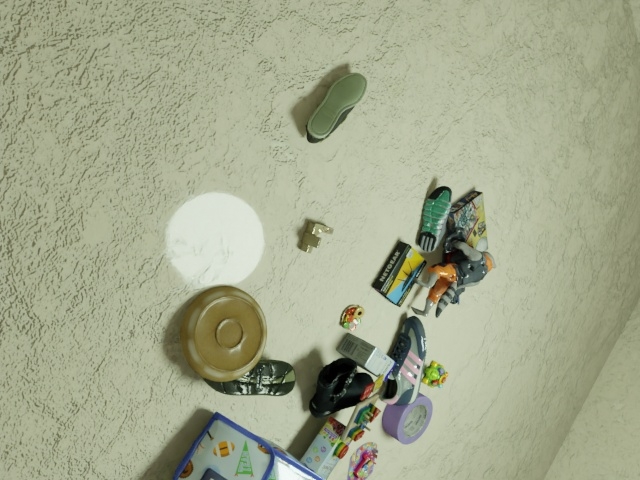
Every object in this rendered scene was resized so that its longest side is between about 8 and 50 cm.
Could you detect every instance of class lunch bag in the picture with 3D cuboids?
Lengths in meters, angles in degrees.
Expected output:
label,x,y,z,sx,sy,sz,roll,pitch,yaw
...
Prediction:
label,x,y,z,sx,sy,sz,roll,pitch,yaw
lunch bag,-0.209,0.679,1.460,0.385,0.239,0.328,41,68,-21

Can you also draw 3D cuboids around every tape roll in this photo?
label,x,y,z,sx,sy,sz,roll,pitch,yaw
tape roll,0.317,0.636,2.029,0.189,0.080,0.189,-16,116,-37

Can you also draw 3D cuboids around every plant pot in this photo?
label,x,y,z,sx,sy,sz,roll,pitch,yaw
plant pot,-0.229,0.231,1.380,0.236,0.032,0.236,5,81,-35

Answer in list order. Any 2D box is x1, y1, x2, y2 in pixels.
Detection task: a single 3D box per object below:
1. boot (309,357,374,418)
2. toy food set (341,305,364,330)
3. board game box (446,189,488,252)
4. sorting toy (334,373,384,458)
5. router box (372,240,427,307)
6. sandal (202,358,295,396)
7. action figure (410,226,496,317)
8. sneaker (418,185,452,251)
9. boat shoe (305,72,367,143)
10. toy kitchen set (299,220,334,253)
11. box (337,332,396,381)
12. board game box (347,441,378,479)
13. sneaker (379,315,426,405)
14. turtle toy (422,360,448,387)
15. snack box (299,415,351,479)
label,x,y,z,sx,sy,sz,roll,pitch,yaw
boot,0.084,0.428,1.691,0.246,0.094,0.207,-18,144,-30
toy food set,0.099,0.242,1.736,0.083,0.020,0.082,11,98,-43
board game box,0.524,-0.035,1.989,0.165,0.042,0.243,-33,125,-28
sorting toy,0.137,0.542,1.703,0.132,0.046,0.274,-1,117,-58
router box,0.258,0.110,1.808,0.133,0.046,0.179,39,79,-42
sandal,-0.198,0.351,1.465,0.303,0.086,0.120,26,68,-38
action figure,0.464,0.150,1.898,0.330,0.178,0.341,-31,131,-17
sneaker,0.386,-0.074,1.847,0.098,0.083,0.223,-8,118,-59
boat shoe,0.037,-0.343,1.441,0.081,0.068,0.228,40,70,-1
toy kitchen set,0.000,0.000,1.529,0.075,0.068,0.083,14,96,-43
box,0.145,0.365,1.750,0.072,0.126,0.137,-57,133,-12
board game box,0.159,0.803,1.984,0.133,0.033,0.168,-5,108,-40
sneaker,0.275,0.414,1.895,0.131,0.112,0.319,0,99,-26
turtle toy,0.431,0.507,2.089,0.130,0.066,0.095,35,82,-43
snack box,0.015,0.667,1.749,0.207,0.070,0.174,-53,153,-11
